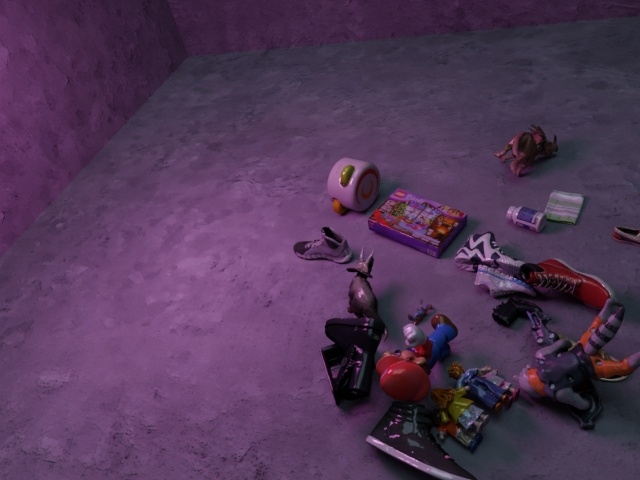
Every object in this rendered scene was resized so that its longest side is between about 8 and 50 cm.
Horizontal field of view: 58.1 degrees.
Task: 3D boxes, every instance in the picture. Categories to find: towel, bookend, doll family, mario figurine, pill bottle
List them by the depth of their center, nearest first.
[{"bbox_3d":[0.381,0.393,1.478,0.263,0.118,0.163,-38,45,-25],"label":"doll family"},{"bbox_3d":[0.238,0.297,1.528,0.170,0.198,0.320,-10,9,36],"label":"mario figurine"},{"bbox_3d":[0.093,0.363,1.640,0.156,0.072,0.157,-17,40,-2],"label":"bookend"},{"bbox_3d":[0.700,-0.077,1.962,0.120,0.067,0.067,25,54,37],"label":"pill bottle"},{"bbox_3d":[0.842,-0.116,1.997,0.113,0.023,0.152,12,47,29],"label":"towel"}]

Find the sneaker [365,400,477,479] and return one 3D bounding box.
[{"bbox_3d":[0.262,0.484,1.397,0.295,0.104,0.147,16,68,37],"label":"sneaker"}]

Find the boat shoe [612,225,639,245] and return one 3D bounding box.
[{"bbox_3d":[0.997,-0.015,1.815,0.137,0.043,0.049,12,45,27],"label":"boat shoe"}]

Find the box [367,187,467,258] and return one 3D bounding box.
[{"bbox_3d":[0.344,-0.068,2.056,0.293,0.057,0.201,24,54,32],"label":"box"}]

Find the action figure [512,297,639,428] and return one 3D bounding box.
[{"bbox_3d":[0.622,0.267,1.445,0.330,0.178,0.341,-42,44,18],"label":"action figure"}]

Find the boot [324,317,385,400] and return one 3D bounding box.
[{"bbox_3d":[0.066,0.318,1.556,0.246,0.094,0.207,-15,51,56],"label":"boot"}]

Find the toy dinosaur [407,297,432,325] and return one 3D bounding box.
[{"bbox_3d":[0.310,0.225,1.774,0.082,0.047,0.090,-12,72,-9],"label":"toy dinosaur"}]

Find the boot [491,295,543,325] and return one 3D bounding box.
[{"bbox_3d":[0.571,0.214,1.684,0.099,0.045,0.121,-33,36,-23],"label":"boot"}]

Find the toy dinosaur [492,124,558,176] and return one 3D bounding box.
[{"bbox_3d":[0.765,-0.352,2.145,0.200,0.295,0.127,-48,66,19],"label":"toy dinosaur"}]

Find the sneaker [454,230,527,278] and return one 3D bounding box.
[{"bbox_3d":[0.565,0.034,1.853,0.234,0.094,0.153,5,52,37],"label":"sneaker"}]

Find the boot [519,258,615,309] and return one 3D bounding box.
[{"bbox_3d":[0.699,0.131,1.658,0.176,0.089,0.244,-4,25,-30],"label":"boot"}]

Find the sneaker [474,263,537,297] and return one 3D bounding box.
[{"bbox_3d":[0.563,0.143,1.764,0.190,0.071,0.083,22,91,22],"label":"sneaker"}]

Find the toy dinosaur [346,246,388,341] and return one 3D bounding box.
[{"bbox_3d":[0.130,0.181,1.771,0.120,0.160,0.314,-10,39,6],"label":"toy dinosaur"}]

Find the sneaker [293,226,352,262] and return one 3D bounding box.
[{"bbox_3d":[0.000,0.000,2.043,0.228,0.132,0.086,6,44,23],"label":"sneaker"}]

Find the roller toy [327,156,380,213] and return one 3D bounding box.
[{"bbox_3d":[0.123,-0.216,2.211,0.146,0.209,0.191,21,38,36],"label":"roller toy"}]

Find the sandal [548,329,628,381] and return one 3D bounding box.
[{"bbox_3d":[0.694,0.288,1.531,0.240,0.079,0.088,26,54,38],"label":"sandal"}]
